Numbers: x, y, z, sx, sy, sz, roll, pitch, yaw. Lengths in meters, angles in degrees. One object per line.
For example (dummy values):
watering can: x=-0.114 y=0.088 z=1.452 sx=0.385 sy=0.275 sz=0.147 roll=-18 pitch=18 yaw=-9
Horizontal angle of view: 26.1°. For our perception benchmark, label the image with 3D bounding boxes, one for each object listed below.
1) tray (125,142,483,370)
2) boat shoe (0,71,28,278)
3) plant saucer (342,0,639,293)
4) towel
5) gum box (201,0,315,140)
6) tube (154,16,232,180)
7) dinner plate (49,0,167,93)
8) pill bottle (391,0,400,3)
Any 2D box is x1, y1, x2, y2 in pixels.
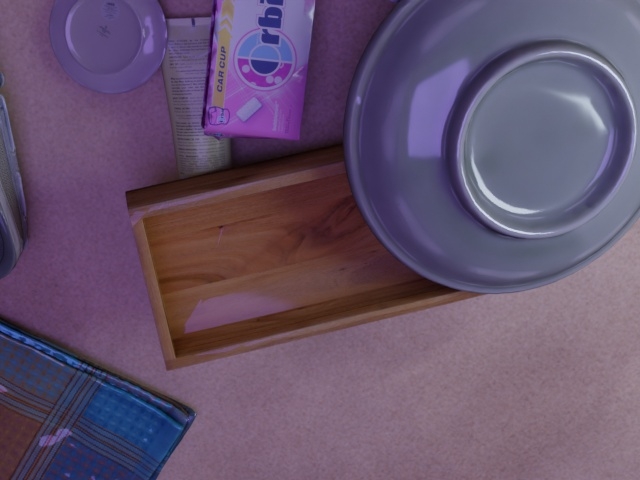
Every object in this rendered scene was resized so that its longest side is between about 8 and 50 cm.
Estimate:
tray: x=0.000 y=0.000 z=1.591 sx=0.410 sy=0.076 sz=0.203 roll=-13 pitch=113 yaw=-7
boat shoe: x=-0.407 y=-0.114 z=1.593 sx=0.118 sy=0.103 sz=0.320 roll=-9 pitch=109 yaw=12
plant saucer: x=0.227 y=-0.116 z=1.500 sx=0.400 sy=0.100 sz=0.401 roll=-5 pitch=110 yaw=-14
towel: x=-0.382 y=0.246 z=1.776 sx=0.370 sy=0.040 sz=0.271 roll=28 pitch=111 yaw=-10
gum box: x=-0.070 y=-0.201 z=1.526 sx=0.107 sy=0.062 sz=0.188 roll=5 pitch=102 yaw=-9
tube: x=-0.136 y=-0.138 z=1.591 sx=0.070 sy=0.062 sz=0.240 roll=-19 pitch=114 yaw=-36
dinner plate: x=-0.241 y=-0.233 z=1.555 sx=0.141 sy=0.017 sz=0.141 roll=3 pitch=105 yaw=11
pill bottle: x=0.104 y=-0.352 z=1.454 sx=0.108 sy=0.108 sz=0.193 roll=29 pitch=112 yaw=-10
